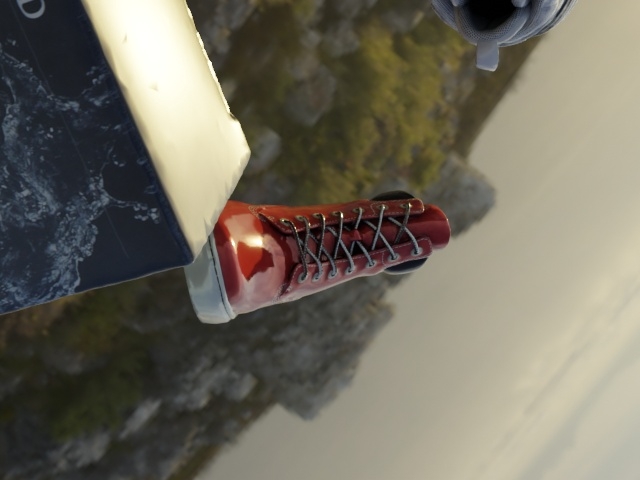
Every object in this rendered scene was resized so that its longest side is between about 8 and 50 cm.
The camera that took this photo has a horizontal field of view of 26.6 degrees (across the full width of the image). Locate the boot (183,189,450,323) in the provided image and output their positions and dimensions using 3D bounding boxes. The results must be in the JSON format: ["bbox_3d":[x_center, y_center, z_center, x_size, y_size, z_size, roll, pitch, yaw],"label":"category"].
[{"bbox_3d":[0.000,0.000,0.948,0.176,0.088,0.244,-10,179,8],"label":"boot"}]

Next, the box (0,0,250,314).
[{"bbox_3d":[-0.128,-0.059,0.443,0.158,0.156,0.093,-15,-157,17],"label":"box"}]

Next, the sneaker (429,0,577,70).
[{"bbox_3d":[0.170,-0.325,1.139,0.210,0.137,0.366,-54,149,-57],"label":"sneaker"}]
